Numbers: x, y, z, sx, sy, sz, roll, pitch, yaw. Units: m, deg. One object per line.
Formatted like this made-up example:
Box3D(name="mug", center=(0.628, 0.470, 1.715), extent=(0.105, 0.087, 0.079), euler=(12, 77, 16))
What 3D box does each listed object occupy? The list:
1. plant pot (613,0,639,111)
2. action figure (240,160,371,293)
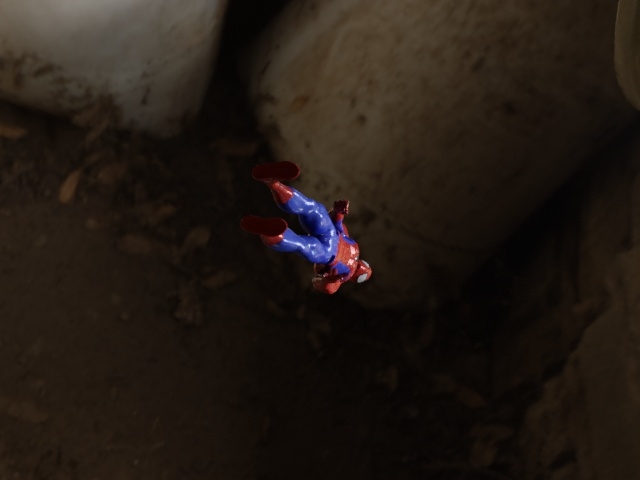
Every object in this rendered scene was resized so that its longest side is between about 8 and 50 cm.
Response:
Box3D(name="plant pot", center=(0.397, -0.141, 0.791), extent=(0.334, 0.333, 0.305), euler=(-24, 51, -38))
Box3D(name="action figure", center=(0.000, 0.000, 0.583), extent=(0.030, 0.115, 0.038), euler=(3, 75, 18))
